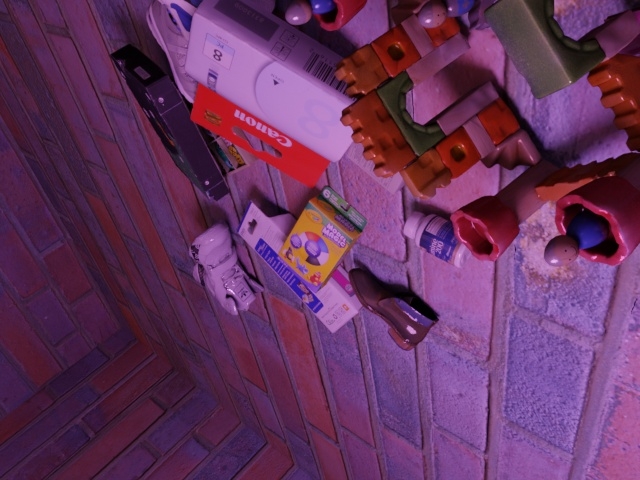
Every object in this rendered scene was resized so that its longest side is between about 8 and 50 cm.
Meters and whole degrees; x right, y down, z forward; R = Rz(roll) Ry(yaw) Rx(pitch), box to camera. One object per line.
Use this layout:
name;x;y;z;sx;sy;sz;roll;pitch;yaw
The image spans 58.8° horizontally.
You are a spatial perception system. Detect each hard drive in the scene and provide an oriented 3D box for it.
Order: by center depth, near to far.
hard drive;-0.342;-0.266;1.319;0.237;0.064;0.338;42;162;42

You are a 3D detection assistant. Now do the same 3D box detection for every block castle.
block castle;0.165;-0.183;0.650;0.453;0.213;0.303;55;166;-9

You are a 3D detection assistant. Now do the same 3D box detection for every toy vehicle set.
toy vehicle set;-0.265;-0.279;1.344;0.166;0.035;0.266;-12;114;56

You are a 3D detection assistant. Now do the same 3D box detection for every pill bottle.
pill bottle;0.210;-0.006;1.004;0.120;0.067;0.067;30;144;30

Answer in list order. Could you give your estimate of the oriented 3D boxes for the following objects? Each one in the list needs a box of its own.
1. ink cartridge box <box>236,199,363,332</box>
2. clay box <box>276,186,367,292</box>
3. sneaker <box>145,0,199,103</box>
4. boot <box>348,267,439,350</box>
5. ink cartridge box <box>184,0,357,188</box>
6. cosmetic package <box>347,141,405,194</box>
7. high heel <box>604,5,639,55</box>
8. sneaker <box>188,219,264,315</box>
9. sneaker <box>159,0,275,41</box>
ink cartridge box;-0.050;0.058;1.412;0.371;0.069;0.175;44;148;4
clay box;0.000;0.000;1.242;0.127;0.053;0.222;41;131;11
sneaker;-0.254;-0.380;1.153;0.281;0.105;0.115;55;149;-7
boot;0.160;0.125;1.233;0.219;0.082;0.106;49;128;8
ink cartridge box;-0.100;-0.227;1.034;0.308;0.091;0.385;29;151;-6
cosmetic package;0.107;-0.142;1.011;0.115;0.041;0.060;42;148;11
high heel;0.318;-0.302;0.545;0.117;0.082;0.243;-13;106;37
sneaker;-0.266;0.088;1.662;0.210;0.137;0.365;43;154;9
sneaker;-0.249;-0.438;1.000;0.316;0.127;0.182;26;162;-16
